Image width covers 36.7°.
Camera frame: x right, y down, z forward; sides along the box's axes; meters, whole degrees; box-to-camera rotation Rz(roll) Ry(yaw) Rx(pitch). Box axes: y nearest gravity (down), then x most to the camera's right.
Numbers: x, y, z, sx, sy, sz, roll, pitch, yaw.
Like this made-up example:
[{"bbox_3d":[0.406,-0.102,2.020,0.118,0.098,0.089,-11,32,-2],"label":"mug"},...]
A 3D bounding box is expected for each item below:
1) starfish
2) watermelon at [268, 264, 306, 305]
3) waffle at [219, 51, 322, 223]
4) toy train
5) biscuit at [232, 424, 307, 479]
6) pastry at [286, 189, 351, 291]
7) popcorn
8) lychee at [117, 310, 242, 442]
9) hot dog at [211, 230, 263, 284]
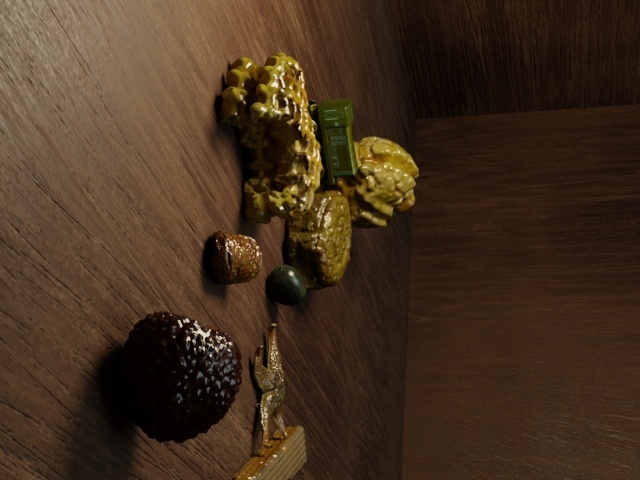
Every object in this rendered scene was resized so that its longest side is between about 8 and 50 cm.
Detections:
[{"bbox_3d":[-0.109,0.298,1.995,0.138,0.050,0.247,14,67,-75],"label":"starfish"},{"bbox_3d":[-0.073,0.097,2.102,0.110,0.078,0.078,64,26,-48],"label":"watermelon"},{"bbox_3d":[-0.093,-0.204,1.934,0.261,0.151,0.324,-67,153,-54],"label":"waffle"},{"bbox_3d":[0.024,-0.248,2.441,0.090,0.137,0.225,-68,152,-59],"label":"toy train"},{"bbox_3d":[-0.101,0.467,1.969,0.379,0.054,0.094,-24,110,-75],"label":"biscuit"},{"bbox_3d":[0.000,0.000,2.307,0.235,0.132,0.240,-57,142,-69],"label":"pastry"},{"bbox_3d":[0.128,-0.174,2.632,0.332,0.265,0.225,56,34,-32],"label":"popcorn"},{"bbox_3d":[-0.203,0.195,1.363,0.188,0.188,0.188,-2,90,-77],"label":"lychee"},{"bbox_3d":[-0.161,0.032,1.772,0.147,0.065,0.099,3,86,-65],"label":"hot dog"}]
